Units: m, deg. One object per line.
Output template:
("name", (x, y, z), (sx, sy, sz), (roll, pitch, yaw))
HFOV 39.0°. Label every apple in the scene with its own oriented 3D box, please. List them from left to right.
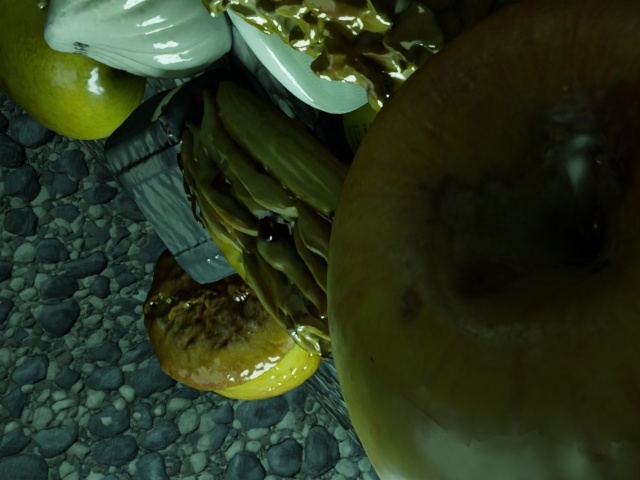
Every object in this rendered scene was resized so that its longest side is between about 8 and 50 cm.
("apple", (0.161, 0.037, 0.439), (0.275, 0.299, 0.299), (25, -172, -45))

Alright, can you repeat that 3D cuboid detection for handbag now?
("handbag", (-0.126, -0.081, 1.138), (0.181, 0.181, 0.254), (-18, 109, 43))

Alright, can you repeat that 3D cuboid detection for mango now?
("mango", (-0.383, -0.296, 1.327), (0.445, 0.221, 0.301), (29, 147, 53))

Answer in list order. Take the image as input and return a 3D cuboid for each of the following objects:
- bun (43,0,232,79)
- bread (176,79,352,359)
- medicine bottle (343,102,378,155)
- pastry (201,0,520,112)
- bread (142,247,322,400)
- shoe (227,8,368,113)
("bun", (-0.244, -0.279, 1.053), (0.263, 0.175, 0.263), (47, 167, 14))
("bread", (0.000, 0.000, 0.899), (0.324, 0.167, 0.277), (40, -175, 33))
("medicine bottle", (0.096, -0.091, 0.722), (0.095, 0.064, 0.260), (49, 166, -15))
("pastry", (0.036, -0.140, 0.535), (0.250, 0.154, 0.102), (31, 133, -9))
("bread", (-0.110, 0.086, 1.307), (0.312, 0.312, 0.172), (37, 172, 40))
("shoe", (-0.065, -0.259, 0.657), (0.160, 0.132, 0.363), (31, 152, 51))
